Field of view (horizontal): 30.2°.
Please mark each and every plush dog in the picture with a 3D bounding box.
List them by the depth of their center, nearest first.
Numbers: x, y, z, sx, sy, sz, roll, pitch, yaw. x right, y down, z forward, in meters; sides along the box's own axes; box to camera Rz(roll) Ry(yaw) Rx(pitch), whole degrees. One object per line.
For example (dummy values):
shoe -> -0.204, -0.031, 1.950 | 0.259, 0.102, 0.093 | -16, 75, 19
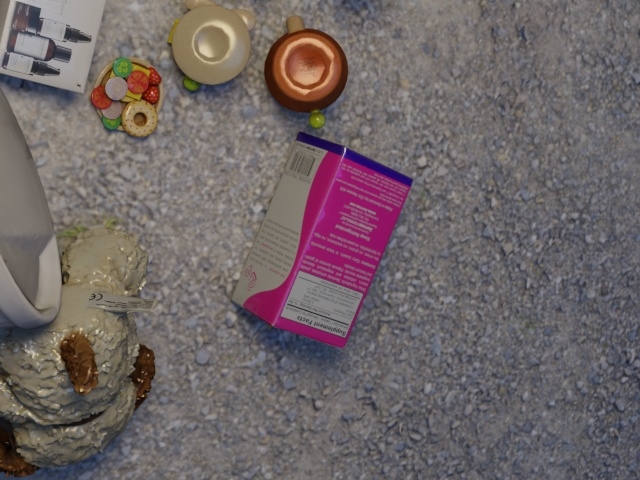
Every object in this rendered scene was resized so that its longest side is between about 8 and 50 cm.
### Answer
plush dog -> -0.265, 0.146, 1.252 | 0.263, 0.210, 0.225 | -25, 138, -23

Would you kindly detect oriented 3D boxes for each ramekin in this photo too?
ramekin -> -0.346, -0.034, 1.099 | 0.127, 0.273, 0.272 | -18, 114, 0

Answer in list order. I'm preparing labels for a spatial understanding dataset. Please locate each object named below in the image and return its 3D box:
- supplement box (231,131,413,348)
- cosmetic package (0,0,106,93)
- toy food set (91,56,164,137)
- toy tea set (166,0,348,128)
supplement box -> 0.000, 0.000, 1.395 | 0.114, 0.111, 0.220 | 23, 92, -34
cosmetic package -> -0.262, -0.277, 1.196 | 0.099, 0.060, 0.239 | 11, 98, -33
toy food set -> -0.208, -0.157, 1.284 | 0.083, 0.020, 0.083 | 19, 94, -33
toy tea set -> -0.025, -0.297, 1.322 | 0.200, 0.124, 0.336 | 24, 94, -3
